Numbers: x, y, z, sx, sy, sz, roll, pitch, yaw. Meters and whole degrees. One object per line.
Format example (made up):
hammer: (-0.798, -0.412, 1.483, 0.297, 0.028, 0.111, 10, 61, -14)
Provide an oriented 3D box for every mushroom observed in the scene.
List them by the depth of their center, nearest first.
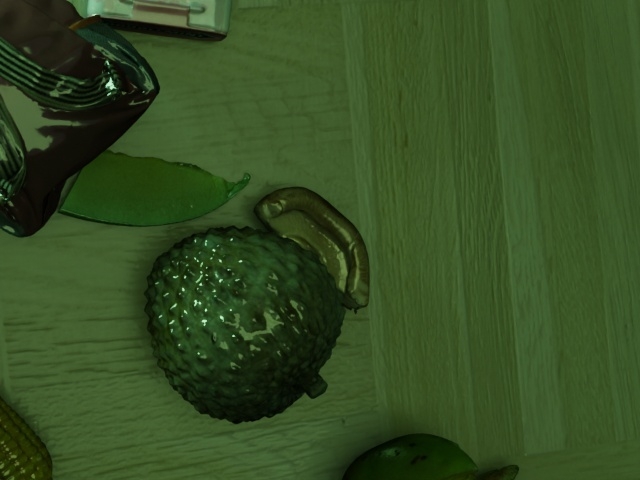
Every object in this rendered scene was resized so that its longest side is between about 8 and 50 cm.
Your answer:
mushroom: (0.000, 0.000, 1.878, 0.210, 0.072, 0.094, 42, 85, -16)

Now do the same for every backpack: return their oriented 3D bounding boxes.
backpack: (-0.394, -0.198, 1.707, 0.317, 0.197, 0.283, 43, 90, -9)

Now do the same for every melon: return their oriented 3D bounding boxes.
melon: (-0.222, -0.070, 1.846, 0.261, 0.053, 0.114, -2, 75, -17)

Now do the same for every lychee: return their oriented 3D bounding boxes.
lychee: (-0.098, 0.106, 1.785, 0.274, 0.255, 0.255, 36, 84, 11)

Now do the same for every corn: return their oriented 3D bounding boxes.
corn: (-0.476, 0.208, 1.753, 0.120, 0.120, 0.363, -41, 98, -8)

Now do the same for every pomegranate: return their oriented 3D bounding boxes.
pomegranate: (0.159, 0.372, 1.882, 0.302, 0.236, 0.236, -3, 94, -47)

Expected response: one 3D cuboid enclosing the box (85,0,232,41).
box: (-0.195, -0.455, 1.793, 0.190, 0.112, 0.370, 7, 89, -14)
